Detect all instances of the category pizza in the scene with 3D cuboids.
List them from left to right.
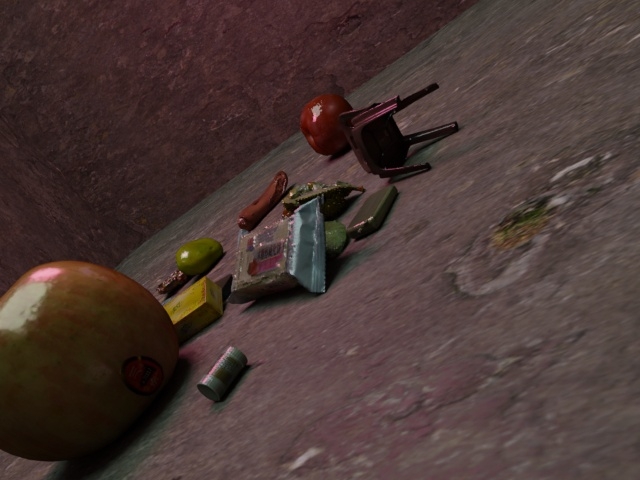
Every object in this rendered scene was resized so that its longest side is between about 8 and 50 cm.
[{"bbox_3d":[-0.467,0.112,1.859,0.195,0.052,0.185,-40,8,12],"label":"pizza"}]

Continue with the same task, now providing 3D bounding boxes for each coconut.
[{"bbox_3d":[-0.004,-0.002,1.161,0.158,0.055,0.133,-22,24,41],"label":"coconut"}]

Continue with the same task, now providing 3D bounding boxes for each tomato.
[{"bbox_3d":[0.035,-0.407,1.911,0.184,0.208,0.208,-35,15,-11],"label":"tomato"}]

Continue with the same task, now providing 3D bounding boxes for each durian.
[{"bbox_3d":[0.010,-0.099,1.347,0.208,0.103,0.146,-14,20,0],"label":"durian"}]

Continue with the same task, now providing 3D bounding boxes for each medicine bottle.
[{"bbox_3d":[-0.162,0.220,0.908,0.047,0.047,0.083,-21,24,46],"label":"medicine bottle"}]

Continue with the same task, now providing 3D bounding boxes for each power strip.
[{"bbox_3d":[0.106,-0.056,1.118,0.076,0.028,0.169,-25,19,38],"label":"power strip"}]

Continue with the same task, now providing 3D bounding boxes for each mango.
[{"bbox_3d":[-0.398,0.050,1.778,0.117,0.089,0.163,21,37,20],"label":"mango"}]

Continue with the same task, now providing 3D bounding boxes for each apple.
[{"bbox_3d":[-0.499,0.230,1.087,0.391,0.346,0.391,-37,17,13],"label":"apple"}]

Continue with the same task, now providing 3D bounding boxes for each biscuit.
[{"bbox_3d":[-0.087,0.030,1.110,0.309,0.079,0.186,-18,63,52],"label":"biscuit"}]

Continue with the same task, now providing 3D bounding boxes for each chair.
[{"bbox_3d":[0.135,-0.241,1.299,0.326,0.176,0.183,-14,20,48],"label":"chair"}]

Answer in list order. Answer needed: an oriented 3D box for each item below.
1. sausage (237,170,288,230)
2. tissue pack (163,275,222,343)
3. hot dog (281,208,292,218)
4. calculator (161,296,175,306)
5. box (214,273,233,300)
[{"bbox_3d":[-0.194,-0.141,1.923,0.078,0.078,0.304,-19,26,49],"label":"sausage"},{"bbox_3d":[-0.320,0.175,1.304,0.176,0.062,0.095,-33,36,14],"label":"tissue pack"},{"bbox_3d":[-0.079,-0.094,1.617,0.049,0.037,0.122,-11,35,36],"label":"hot dog"},{"bbox_3d":[-0.499,0.221,1.684,0.153,0.021,0.095,-32,18,24],"label":"calculator"},{"bbox_3d":[-0.276,0.140,1.405,0.126,0.031,0.091,-30,18,26],"label":"box"}]
